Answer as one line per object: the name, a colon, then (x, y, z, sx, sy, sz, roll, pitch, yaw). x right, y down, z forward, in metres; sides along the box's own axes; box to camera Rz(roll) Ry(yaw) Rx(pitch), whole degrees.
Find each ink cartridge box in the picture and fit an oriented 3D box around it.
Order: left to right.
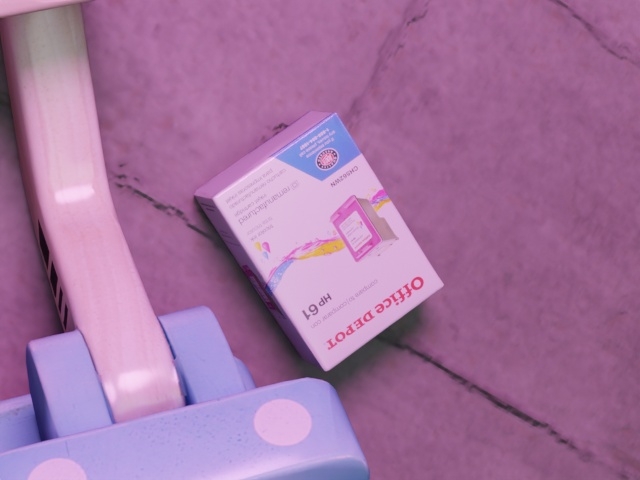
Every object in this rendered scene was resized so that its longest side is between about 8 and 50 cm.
ink cartridge box: (0.000, 0.000, 0.933, 0.088, 0.052, 0.122, -36, 105, -12)

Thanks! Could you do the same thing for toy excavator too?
toy excavator: (-0.104, 0.081, 0.836, 0.222, 0.445, 0.433, -14, 140, -16)
